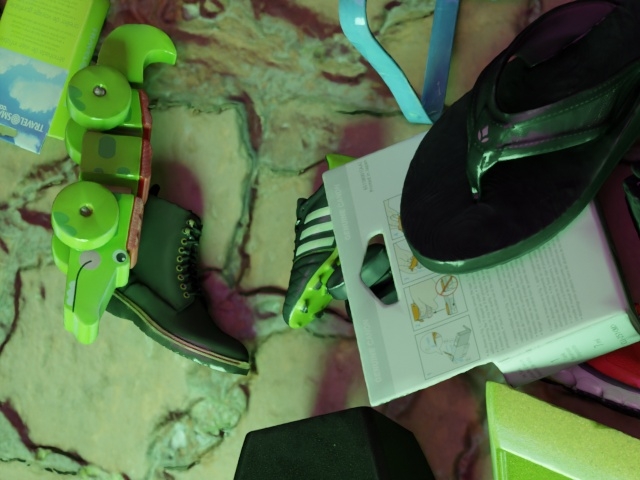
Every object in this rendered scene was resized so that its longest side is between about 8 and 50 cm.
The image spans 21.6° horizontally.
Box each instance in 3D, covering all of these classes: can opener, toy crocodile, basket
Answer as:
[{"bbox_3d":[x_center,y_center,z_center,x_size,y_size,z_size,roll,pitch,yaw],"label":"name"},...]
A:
[{"bbox_3d":[0.097,0.018,1.602,0.186,0.073,0.059,-30,66,7],"label":"can opener"},{"bbox_3d":[-0.211,-0.062,1.679,0.105,0.115,0.340,6,63,-7],"label":"toy crocodile"},{"bbox_3d":[0.088,-0.278,1.532,0.201,0.255,0.289,10,76,20],"label":"basket"}]

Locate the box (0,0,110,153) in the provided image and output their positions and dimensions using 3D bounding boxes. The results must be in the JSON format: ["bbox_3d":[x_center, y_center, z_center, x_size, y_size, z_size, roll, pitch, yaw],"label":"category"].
[{"bbox_3d":[-0.303,-0.189,1.791,0.109,0.042,0.178,20,92,23],"label":"box"}]

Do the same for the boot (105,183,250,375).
[{"bbox_3d":[-0.132,0.039,1.685,0.198,0.077,0.137,28,90,21],"label":"boot"}]

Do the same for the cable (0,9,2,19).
[{"bbox_3d":[-0.435,-0.339,1.846,0.139,0.072,0.287,-17,78,25],"label":"cable"}]

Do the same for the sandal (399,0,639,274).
[{"bbox_3d":[0.230,-0.153,1.473,0.446,0.107,0.167,-42,51,-6],"label":"sandal"}]

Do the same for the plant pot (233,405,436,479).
[{"bbox_3d":[0.017,0.256,1.549,0.188,0.187,0.167,-16,65,20],"label":"plant pot"}]

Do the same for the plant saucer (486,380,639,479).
[{"bbox_3d":[0.223,0.219,1.460,0.188,0.188,0.045,21,59,22],"label":"plant saucer"}]

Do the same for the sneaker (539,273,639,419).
[{"bbox_3d":[0.262,0.088,1.504,0.279,0.107,0.118,21,87,22],"label":"sneaker"}]

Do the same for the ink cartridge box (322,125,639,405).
[{"bbox_3d":[0.140,0.009,1.521,0.239,0.060,0.275,-23,52,15],"label":"ink cartridge box"}]

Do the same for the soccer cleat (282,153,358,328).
[{"bbox_3d":[0.000,0.000,1.646,0.072,0.060,0.179,24,87,32],"label":"soccer cleat"}]

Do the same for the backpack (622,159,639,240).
[{"bbox_3d":[0.364,-0.039,1.465,0.182,0.152,0.115,-20,85,8],"label":"backpack"}]
